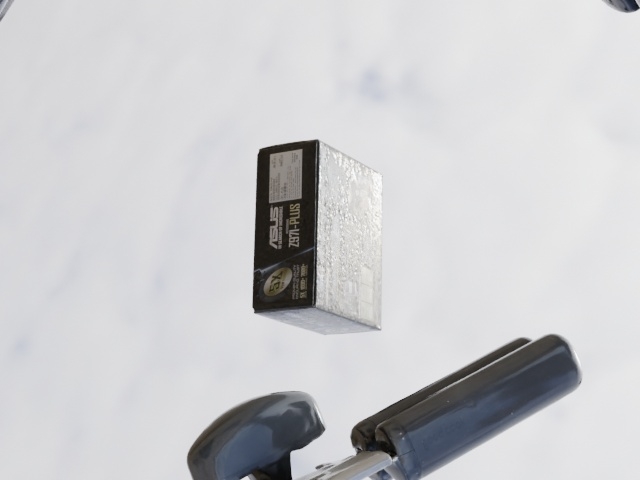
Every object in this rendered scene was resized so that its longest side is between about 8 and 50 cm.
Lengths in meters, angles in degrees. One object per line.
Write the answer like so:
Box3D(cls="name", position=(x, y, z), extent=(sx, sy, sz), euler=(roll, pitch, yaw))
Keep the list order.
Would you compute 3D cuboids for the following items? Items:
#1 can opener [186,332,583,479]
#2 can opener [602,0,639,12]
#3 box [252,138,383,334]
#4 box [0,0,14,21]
Box3D(cls="can opener", position=(0.046, 0.114, 0.867), extent=(0.283, 0.095, 0.076), euler=(-24, -177, -26))
Box3D(cls="can opener", position=(0.175, -0.148, 0.676), extent=(0.059, 0.073, 0.186), euler=(-45, -150, 11))
Box3D(cls="box", position=(0.000, 0.000, 1.371), extent=(0.077, 0.147, 0.180), euler=(-7, -105, 30))
Box3D(cls="box", position=(-0.354, -0.200, 0.409), extent=(0.297, 0.471, 0.480), euler=(-58, -153, 3))
